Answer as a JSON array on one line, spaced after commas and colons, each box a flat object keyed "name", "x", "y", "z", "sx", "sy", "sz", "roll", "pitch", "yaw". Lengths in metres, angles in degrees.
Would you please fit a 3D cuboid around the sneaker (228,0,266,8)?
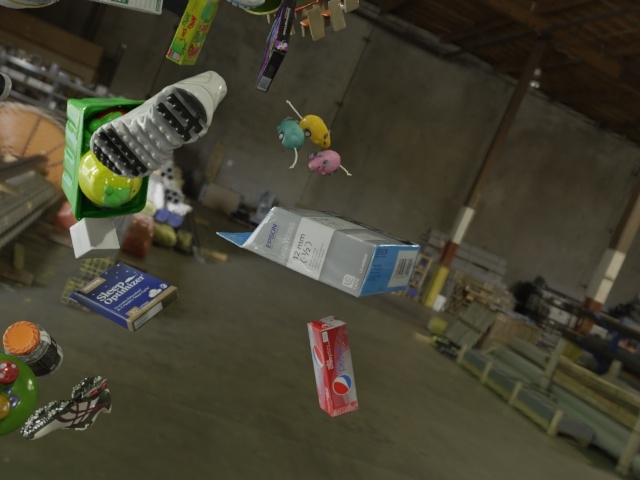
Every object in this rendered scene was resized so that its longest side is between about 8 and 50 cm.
[{"name": "sneaker", "x": -0.203, "y": -0.579, "z": 1.536, "sx": 0.190, "sy": 0.071, "sz": 0.083, "roll": 23, "pitch": -8, "yaw": -12}]

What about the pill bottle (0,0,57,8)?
[{"name": "pill bottle", "x": -0.473, "y": -0.498, "z": 1.146, "sx": 0.188, "sy": 0.188, "sz": 0.334, "roll": 21, "pitch": -12, "yaw": -34}]

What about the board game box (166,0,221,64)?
[{"name": "board game box", "x": -0.306, "y": -0.519, "z": 1.694, "sx": 0.043, "sy": 0.181, "sz": 0.092, "roll": 28, "pitch": 17, "yaw": 2}]

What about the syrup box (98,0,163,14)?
[{"name": "syrup box", "x": -0.446, "y": -0.559, "z": 1.513, "sx": 0.096, "sy": 0.093, "sz": 0.237, "roll": 17, "pitch": 15, "yaw": 19}]

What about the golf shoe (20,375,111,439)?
[{"name": "golf shoe", "x": -0.690, "y": 0.486, "z": 1.929, "sx": 0.105, "sy": 0.120, "sz": 0.273, "roll": -6, "pitch": 18, "yaw": 40}]

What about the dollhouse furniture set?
[{"name": "dollhouse furniture set", "x": -0.016, "y": -0.733, "z": 2.104, "sx": 0.262, "sy": 0.259, "sz": 0.135, "roll": 37, "pitch": -31, "yaw": 46}]

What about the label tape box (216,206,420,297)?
[{"name": "label tape box", "x": 0.000, "y": 0.000, "z": 1.446, "sx": 0.347, "sy": 0.115, "sz": 0.249, "roll": 24, "pitch": 11, "yaw": 26}]

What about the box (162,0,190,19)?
[{"name": "box", "x": -0.527, "y": -0.786, "z": 1.880, "sx": 0.343, "sy": 0.179, "sz": 0.312, "roll": 36, "pitch": 12, "yaw": 23}]

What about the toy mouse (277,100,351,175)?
[{"name": "toy mouse", "x": -0.015, "y": -0.150, "z": 1.090, "sx": 0.161, "sy": 0.031, "sz": 0.143, "roll": 45, "pitch": 34, "yaw": -6}]

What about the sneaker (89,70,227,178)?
[{"name": "sneaker", "x": -0.267, "y": -0.192, "z": 1.157, "sx": 0.292, "sy": 0.118, "sz": 0.110, "roll": -18, "pitch": -61, "yaw": 35}]

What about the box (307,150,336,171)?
[{"name": "box", "x": 0.004, "y": -0.207, "z": 1.835, "sx": 0.062, "sy": 0.052, "sz": 0.083, "roll": -4, "pitch": 5, "yaw": -13}]

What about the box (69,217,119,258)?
[{"name": "box", "x": -0.668, "y": -0.006, "z": 2.060, "sx": 0.087, "sy": 0.101, "sz": 0.102, "roll": -26, "pitch": -16, "yaw": 36}]

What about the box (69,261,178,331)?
[{"name": "box", "x": -0.447, "y": 0.117, "z": 1.558, "sx": 0.225, "sy": 0.037, "sz": 0.136, "roll": 18, "pitch": 41, "yaw": 31}]

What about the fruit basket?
[{"name": "fruit basket", "x": -0.595, "y": -0.217, "z": 2.017, "sx": 0.392, "sy": 0.392, "sz": 0.283, "roll": 26, "pitch": 27, "yaw": 37}]

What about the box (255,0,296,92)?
[{"name": "box", "x": -0.086, "y": -0.386, "z": 1.359, "sx": 0.029, "sy": 0.162, "sz": 0.116, "roll": 18, "pitch": -33, "yaw": -14}]

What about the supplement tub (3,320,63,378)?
[{"name": "supplement tub", "x": -0.795, "y": 0.300, "z": 1.922, "sx": 0.117, "sy": 0.117, "sz": 0.190, "roll": 24, "pitch": -27, "yaw": 10}]

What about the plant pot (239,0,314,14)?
[{"name": "plant pot", "x": -0.044, "y": -0.682, "z": 1.662, "sx": 0.274, "sy": 0.275, "sz": 0.293, "roll": 26, "pitch": 29, "yaw": 33}]

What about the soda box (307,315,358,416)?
[{"name": "soda box", "x": 0.034, "y": 0.350, "z": 1.939, "sx": 0.083, "sy": 0.263, "sz": 0.092, "roll": -14, "pitch": 15, "yaw": -24}]

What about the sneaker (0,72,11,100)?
[{"name": "sneaker", "x": -0.787, "y": -0.362, "z": 1.515, "sx": 0.216, "sy": 0.079, "sz": 0.121, "roll": 13, "pitch": 2, "yaw": 30}]

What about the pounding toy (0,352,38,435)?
[{"name": "pounding toy", "x": -0.715, "y": 0.334, "z": 1.486, "sx": 0.236, "sy": 0.183, "sz": 0.110, "roll": -20, "pitch": -6, "yaw": -38}]
